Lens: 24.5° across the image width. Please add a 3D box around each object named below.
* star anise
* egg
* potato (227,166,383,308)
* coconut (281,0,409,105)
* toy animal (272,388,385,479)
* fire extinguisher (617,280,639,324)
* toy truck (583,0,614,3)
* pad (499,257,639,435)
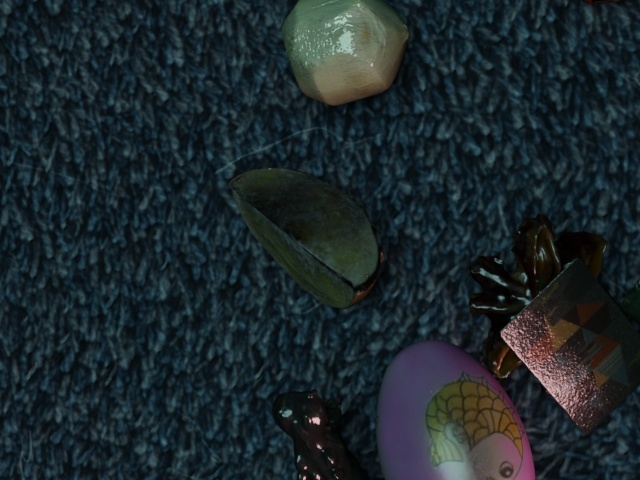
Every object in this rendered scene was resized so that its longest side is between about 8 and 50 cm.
[{"bbox_3d":[0.273,0.071,1.896,0.220,0.190,0.126,-58,36,6],"label":"star anise"},{"bbox_3d":[0.165,0.263,1.889,0.196,0.196,0.271,-34,75,10],"label":"egg"},{"bbox_3d":[-0.002,0.000,2.016,0.120,0.100,0.261,-33,59,-28],"label":"potato"},{"bbox_3d":[0.038,-0.268,1.975,0.162,0.161,0.161,-19,82,11],"label":"coconut"},{"bbox_3d":[0.028,0.340,1.927,0.106,0.168,0.343,-20,97,14],"label":"toy animal"},{"bbox_3d":[0.518,0.141,1.854,0.294,0.093,0.118,40,100,13],"label":"fire extinguisher"},{"bbox_3d":[0.363,-0.408,1.935,0.092,0.083,0.192,-11,83,13],"label":"toy truck"},{"bbox_3d":[0.333,0.138,1.871,0.143,0.003,0.211,-44,116,-2],"label":"pad"}]
